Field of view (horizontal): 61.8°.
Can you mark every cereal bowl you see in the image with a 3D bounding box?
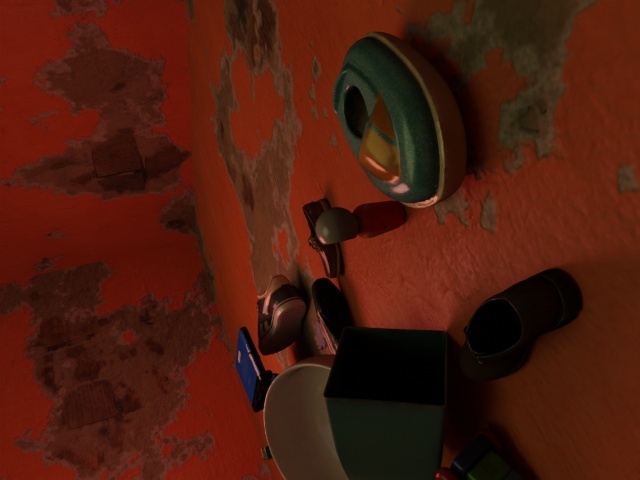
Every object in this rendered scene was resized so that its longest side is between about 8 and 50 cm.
[{"bbox_3d":[0.052,0.383,1.079,0.338,0.141,0.339,10,107,38],"label":"cereal bowl"}]

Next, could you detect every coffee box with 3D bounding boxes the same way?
[{"bbox_3d":[-0.087,0.623,1.632,0.113,0.184,0.041,121,133,-63],"label":"coffee box"}]

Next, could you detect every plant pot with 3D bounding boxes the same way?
[{"bbox_3d":[0.112,0.280,0.824,0.166,0.165,0.234,-64,-29,-61],"label":"plant pot"}]

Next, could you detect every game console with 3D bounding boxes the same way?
[{"bbox_3d":[-0.130,0.398,1.600,0.250,0.173,0.293,61,155,28],"label":"game console"}]

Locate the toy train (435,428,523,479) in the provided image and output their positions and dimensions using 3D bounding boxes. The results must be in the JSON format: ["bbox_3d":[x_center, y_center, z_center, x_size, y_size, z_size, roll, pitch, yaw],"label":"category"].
[{"bbox_3d":[0.235,0.395,0.762,0.143,0.105,0.248,39,145,35],"label":"toy train"}]

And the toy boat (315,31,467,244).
[{"bbox_3d":[0.079,-0.110,0.762,0.318,0.148,0.268,100,150,-47],"label":"toy boat"}]

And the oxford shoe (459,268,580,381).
[{"bbox_3d":[0.205,0.113,0.642,0.227,0.096,0.083,101,147,-52],"label":"oxford shoe"}]

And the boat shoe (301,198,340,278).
[{"bbox_3d":[0.000,0.000,1.178,0.064,0.060,0.178,171,86,-70],"label":"boat shoe"}]

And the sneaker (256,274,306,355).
[{"bbox_3d":[-0.124,0.220,1.572,0.128,0.126,0.321,62,148,28],"label":"sneaker"}]

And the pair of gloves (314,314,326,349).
[{"bbox_3d":[0.027,0.281,1.345,0.159,0.023,0.198,106,146,-57],"label":"pair of gloves"}]

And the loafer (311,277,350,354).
[{"bbox_3d":[0.030,0.193,1.196,0.223,0.076,0.078,67,151,15],"label":"loafer"}]
